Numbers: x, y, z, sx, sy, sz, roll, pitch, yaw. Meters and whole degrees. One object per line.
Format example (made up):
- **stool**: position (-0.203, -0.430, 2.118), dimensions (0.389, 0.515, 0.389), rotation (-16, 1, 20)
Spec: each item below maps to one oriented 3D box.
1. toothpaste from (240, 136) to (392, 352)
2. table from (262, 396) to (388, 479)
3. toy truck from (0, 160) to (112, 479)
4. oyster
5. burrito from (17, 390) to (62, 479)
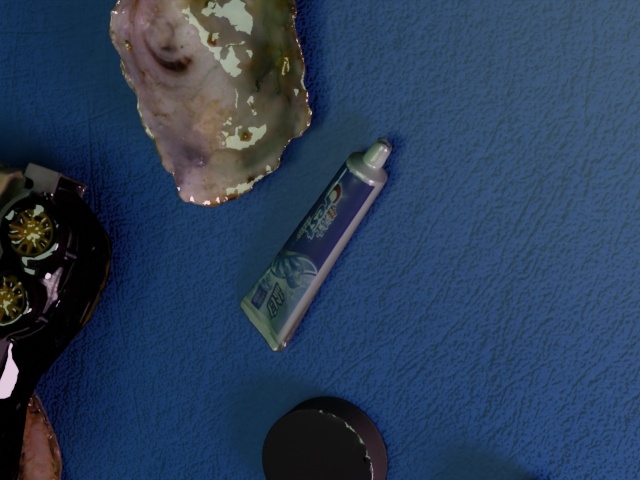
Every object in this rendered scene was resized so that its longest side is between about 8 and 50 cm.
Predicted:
- **toothpaste**: position (-0.001, -0.001, 1.546), dimensions (0.069, 0.047, 0.268), rotation (34, 117, 0)
- **table**: position (0.004, 0.240, 1.596), dimensions (0.133, 0.043, 0.134), rotation (6, 104, 23)
- **toy truck**: position (-0.400, 0.098, 1.610), dimensions (0.254, 0.180, 0.405), rotation (21, 88, 14)
- **oyster**: position (-0.113, -0.242, 1.522), dimensions (0.204, 0.111, 0.396), rotation (-17, 94, 9)
- **burrito**: position (-0.400, 0.323, 1.761), dimensions (0.175, 0.107, 0.348), rotation (34, 110, 15)
